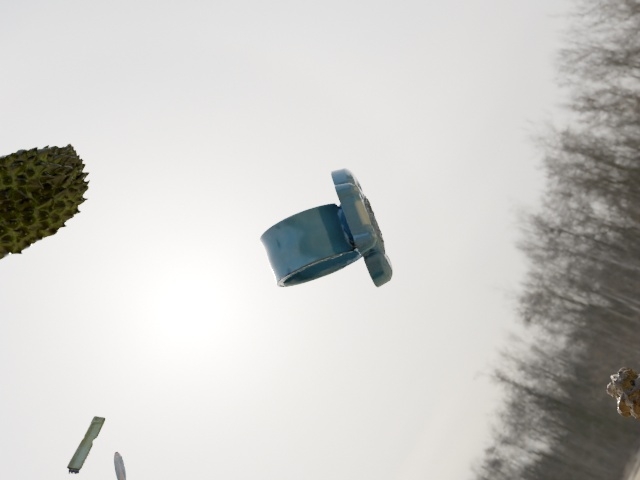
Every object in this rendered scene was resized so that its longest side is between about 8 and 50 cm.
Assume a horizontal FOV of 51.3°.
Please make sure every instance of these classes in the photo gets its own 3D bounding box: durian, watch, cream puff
[{"bbox_3d":[-0.542,-0.056,1.102,0.355,0.169,0.157,-27,-69,-31],"label":"durian"},{"bbox_3d":[0.000,0.000,1.091,0.193,0.211,0.211,-24,-28,10],"label":"watch"},{"bbox_3d":[0.731,0.352,1.552,0.116,0.122,0.094,-38,-62,14],"label":"cream puff"}]

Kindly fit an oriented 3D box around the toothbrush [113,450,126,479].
[{"bbox_3d":[-0.527,0.663,1.783,0.028,0.375,0.037,-5,-73,-21],"label":"toothbrush"}]

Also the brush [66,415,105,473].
[{"bbox_3d":[-0.561,0.491,1.603,0.178,0.033,0.030,-83,0,-64],"label":"brush"}]
